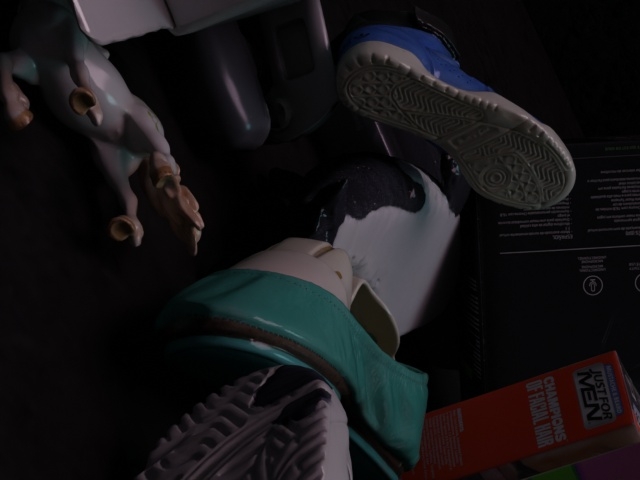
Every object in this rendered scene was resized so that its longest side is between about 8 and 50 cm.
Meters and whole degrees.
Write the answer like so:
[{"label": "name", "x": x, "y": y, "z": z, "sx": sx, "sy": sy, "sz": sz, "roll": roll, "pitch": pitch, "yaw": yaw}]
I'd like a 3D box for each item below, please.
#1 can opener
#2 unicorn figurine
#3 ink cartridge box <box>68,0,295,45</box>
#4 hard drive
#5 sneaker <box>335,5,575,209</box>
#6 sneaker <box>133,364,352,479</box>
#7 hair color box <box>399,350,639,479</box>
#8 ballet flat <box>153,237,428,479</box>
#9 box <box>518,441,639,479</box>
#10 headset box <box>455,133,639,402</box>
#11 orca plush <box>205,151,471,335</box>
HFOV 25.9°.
[{"label": "can opener", "x": -0.058, "y": -0.189, "z": 0.777, "sx": 0.095, "sy": 0.076, "sz": 0.283, "roll": -6, "pitch": 82, "yaw": -60}, {"label": "unicorn figurine", "x": -0.101, "y": -0.071, "z": 0.591, "sx": 0.111, "sy": 0.060, "sz": 0.162, "roll": -106, "pitch": 180, "yaw": -53}, {"label": "ink cartridge box", "x": -0.015, "y": -0.220, "z": 0.648, "sx": 0.207, "sy": 0.119, "sz": 0.353, "roll": 69, "pitch": 25, "yaw": -8}, {"label": "hard drive", "x": 0.064, "y": -0.035, "z": 1.057, "sx": 0.255, "sy": 0.054, "sz": 0.172, "roll": 64, "pitch": 17, "yaw": -17}, {"label": "sneaker", "x": 0.077, "y": -0.080, "z": 0.786, "sx": 0.152, "sy": 0.058, "sz": 0.084, "roll": 26, "pitch": 33, "yaw": -14}, {"label": "sneaker", "x": -0.006, "y": 0.172, "z": 0.507, "sx": 0.235, "sy": 0.094, "sz": 0.153, "roll": -92, "pitch": 156, "yaw": -48}, {"label": "hair color box", "x": 0.103, "y": 0.130, "z": 0.771, "sx": 0.093, "sy": 0.167, "sz": 0.053, "roll": 53, "pitch": 22, "yaw": -41}, {"label": "ballet flat", "x": -0.007, "y": 0.048, "z": 0.660, "sx": 0.247, "sy": 0.083, "sz": 0.087, "roll": 50, "pitch": 47, "yaw": -60}, {"label": "box", "x": 0.141, "y": 0.220, "z": 0.644, "sx": 0.117, "sy": 0.243, "sz": 0.213, "roll": 53, "pitch": 23, "yaw": -41}, {"label": "headset box", "x": 0.220, "y": 0.070, "z": 0.934, "sx": 0.131, "sy": 0.246, "sz": 0.283, "roll": -109, "pitch": -165, "yaw": -85}, {"label": "orca plush", "x": 0.000, "y": 0.000, "z": 0.818, "sx": 0.287, "sy": 0.102, "sz": 0.151, "roll": -14, "pitch": 127, "yaw": -64}]
